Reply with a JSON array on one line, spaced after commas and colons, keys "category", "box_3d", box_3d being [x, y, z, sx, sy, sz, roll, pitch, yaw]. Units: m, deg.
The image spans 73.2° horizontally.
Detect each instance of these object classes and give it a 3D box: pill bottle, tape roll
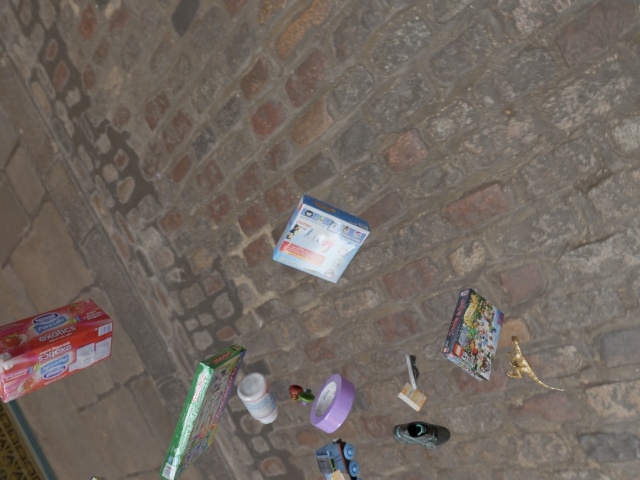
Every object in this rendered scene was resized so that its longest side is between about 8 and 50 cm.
[{"category": "pill bottle", "box_3d": [-0.175, 0.461, 1.248, 0.087, 0.087, 0.160, 13, 138, 30]}, {"category": "tape roll", "box_3d": [0.060, 0.823, 2.188, 0.090, 0.275, 0.275, 33, 126, -9]}]

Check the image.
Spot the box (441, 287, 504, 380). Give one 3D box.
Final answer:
[{"category": "box", "box_3d": [0.477, 0.288, 1.334, 0.159, 0.233, 0.044, 36, 149, -14]}]

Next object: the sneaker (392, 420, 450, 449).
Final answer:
[{"category": "sneaker", "box_3d": [0.442, 0.818, 1.816, 0.106, 0.267, 0.101, 117, 154, -48]}]

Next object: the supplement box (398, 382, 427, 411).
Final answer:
[{"category": "supplement box", "box_3d": [0.377, 0.641, 1.767, 0.098, 0.062, 0.036, 34, 140, 17]}]

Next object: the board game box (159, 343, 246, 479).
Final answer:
[{"category": "board game box", "box_3d": [-0.315, 0.459, 1.182, 0.046, 0.213, 0.318, 22, 95, 13]}]

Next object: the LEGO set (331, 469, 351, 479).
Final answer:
[{"category": "LEGO set", "box_3d": [0.088, 0.734, 1.066, 0.107, 0.132, 0.287, -45, 74, 15]}]

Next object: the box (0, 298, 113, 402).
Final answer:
[{"category": "box", "box_3d": [-0.667, 0.261, 1.066, 0.122, 0.256, 0.128, 29, 118, 27]}]

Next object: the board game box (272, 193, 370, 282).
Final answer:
[{"category": "board game box", "box_3d": [0.000, 0.000, 1.814, 0.307, 0.086, 0.302, 23, 121, -16]}]

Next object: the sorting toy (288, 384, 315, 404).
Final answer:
[{"category": "sorting toy", "box_3d": [-0.056, 0.479, 1.315, 0.101, 0.061, 0.042, 19, 99, 50]}]

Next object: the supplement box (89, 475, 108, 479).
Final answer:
[{"category": "supplement box", "box_3d": [-0.681, 0.788, 1.326, 0.083, 0.083, 0.056, 12, 154, 26]}]

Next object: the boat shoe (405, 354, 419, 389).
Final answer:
[{"category": "boat shoe", "box_3d": [0.352, 0.492, 1.626, 0.040, 0.142, 0.049, -8, 132, 5]}]

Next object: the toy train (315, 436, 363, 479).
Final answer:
[{"category": "toy train", "box_3d": [0.058, 0.673, 1.247, 0.080, 0.105, 0.184, -30, 73, 47]}]

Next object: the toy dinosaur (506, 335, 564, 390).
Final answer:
[{"category": "toy dinosaur", "box_3d": [0.672, 0.419, 1.410, 0.212, 0.064, 0.112, 57, 149, 15]}]
